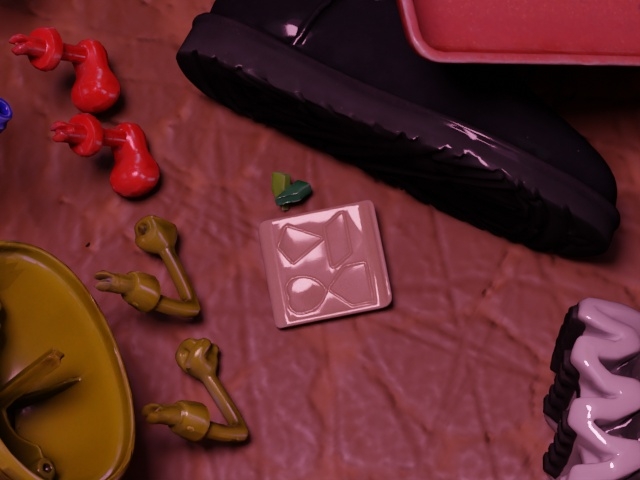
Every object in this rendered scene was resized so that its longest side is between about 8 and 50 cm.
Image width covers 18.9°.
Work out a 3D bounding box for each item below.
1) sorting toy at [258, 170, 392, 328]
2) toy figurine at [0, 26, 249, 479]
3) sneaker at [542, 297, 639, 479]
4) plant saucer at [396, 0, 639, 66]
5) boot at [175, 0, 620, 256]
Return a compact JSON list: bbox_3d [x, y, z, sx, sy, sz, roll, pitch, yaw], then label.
[{"bbox_3d":[0.000,0.000,0.975,0.062,0.012,0.083,-13,73,6],"label":"sorting toy"},{"bbox_3d":[-0.218,-0.007,0.963,0.217,0.191,0.362,-30,75,27],"label":"toy figurine"},{"bbox_3d":[0.157,0.169,0.857,0.118,0.110,0.292,6,72,-2],"label":"sneaker"},{"bbox_3d":[0.120,-0.191,0.941,0.258,0.048,0.259,-2,68,-28],"label":"plant saucer"},{"bbox_3d":[0.074,-0.128,0.969,0.246,0.094,0.207,26,76,16],"label":"boot"}]
